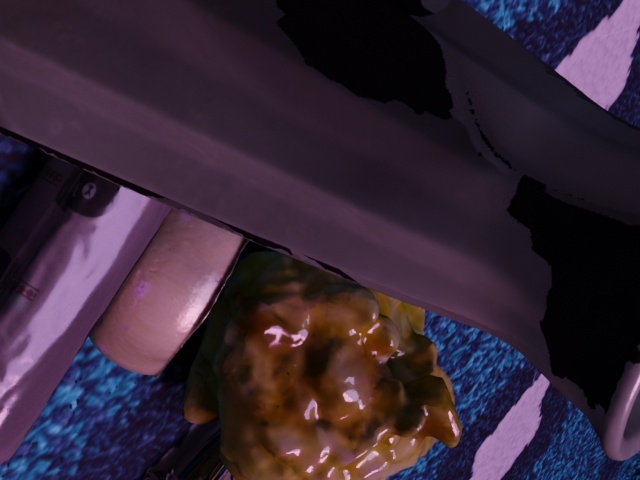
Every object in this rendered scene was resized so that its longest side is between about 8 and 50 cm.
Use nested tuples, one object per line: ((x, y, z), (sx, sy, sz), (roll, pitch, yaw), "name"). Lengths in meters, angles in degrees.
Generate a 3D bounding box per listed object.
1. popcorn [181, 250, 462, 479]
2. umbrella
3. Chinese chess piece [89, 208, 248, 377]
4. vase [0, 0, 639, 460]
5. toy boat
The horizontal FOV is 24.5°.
((0.002, 0.093, 1.019), (0.167, 0.185, 0.187), (-10, 152, -45), "popcorn")
((-0.111, -0.031, 0.779), (0.337, 0.067, 0.073), (-58, 168, -5), "umbrella")
((-0.086, 0.019, 0.851), (0.122, 0.051, 0.122), (-57, -172, 12), "Chinese chess piece")
((-0.016, -0.060, 0.549), (0.165, 0.360, 0.165), (-45, 154, -29), "vase")
((-0.071, 0.174, 1.122), (0.210, 0.066, 0.084), (-47, 156, -28), "toy boat")
